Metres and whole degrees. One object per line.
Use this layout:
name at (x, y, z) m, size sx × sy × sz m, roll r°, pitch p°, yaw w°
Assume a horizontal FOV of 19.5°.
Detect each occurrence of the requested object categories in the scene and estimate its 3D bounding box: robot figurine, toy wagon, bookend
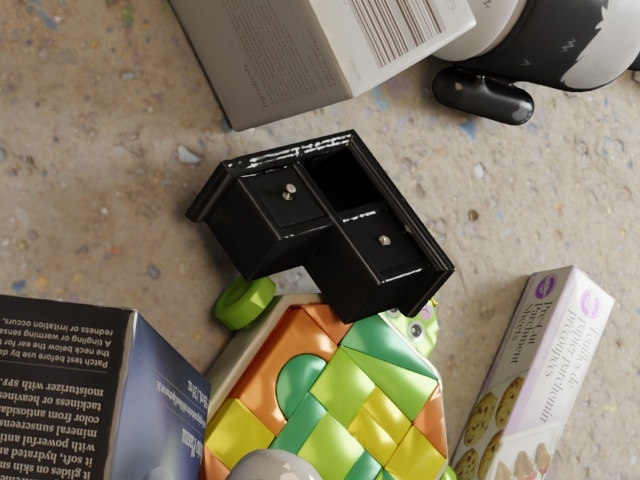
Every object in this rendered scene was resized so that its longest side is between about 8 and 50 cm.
robot figurine at (0.191, -0.231, 1.688) m, size 0.278 × 0.173 × 0.209 m, roll 9°, pitch 67°, yaw -33°
toy wagon at (0.008, 0.145, 1.566) m, size 0.267 × 0.068 × 0.344 m, roll 47°, pitch 61°, yaw -20°
bookend at (0.000, 0.000, 1.529) m, size 0.157 × 0.072 × 0.156 m, roll -16°, pitch 63°, yaw -43°

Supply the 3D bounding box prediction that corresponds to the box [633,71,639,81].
box at (0.476, -0.215, 1.952) m, size 0.322 × 0.058 × 0.232 m, roll 25°, pitch 70°, yaw -31°

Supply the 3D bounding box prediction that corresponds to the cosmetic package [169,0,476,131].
cosmetic package at (-0.004, -0.198, 1.537) m, size 0.151 × 0.184 × 0.151 m, roll -33°, pitch 103°, yaw -33°

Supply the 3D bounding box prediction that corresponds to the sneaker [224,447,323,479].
sneaker at (-0.050, 0.310, 1.396) m, size 0.114 × 0.152 × 0.305 m, roll 11°, pitch 103°, yaw 6°

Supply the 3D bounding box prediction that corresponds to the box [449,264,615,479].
box at (0.173, 0.174, 1.679) m, size 0.063 × 0.067 × 0.324 m, roll 37°, pitch 65°, yaw -24°

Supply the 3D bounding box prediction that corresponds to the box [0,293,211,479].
box at (-0.196, 0.207, 1.259) m, size 0.183 × 0.296 × 0.294 m, roll 6°, pitch 78°, yaw 8°
